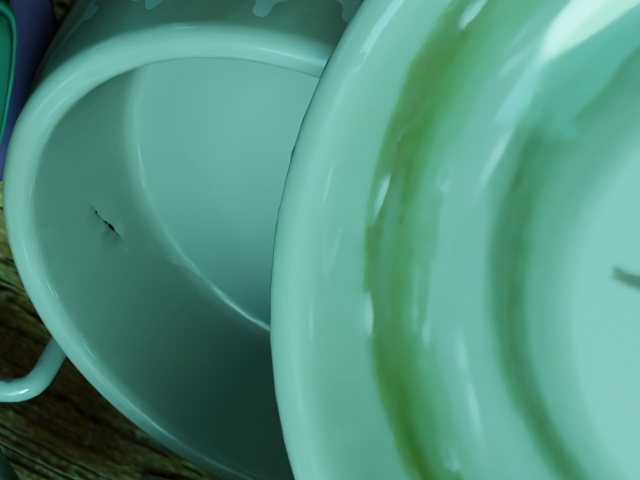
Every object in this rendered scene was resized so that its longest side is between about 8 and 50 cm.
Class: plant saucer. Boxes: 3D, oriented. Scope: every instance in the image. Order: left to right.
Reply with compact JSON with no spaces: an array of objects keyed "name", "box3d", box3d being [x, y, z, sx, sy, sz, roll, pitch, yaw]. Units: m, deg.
[{"name":"plant saucer","box3d":[0.175,0.032,0.605,0.400,0.100,0.401,2,93,28]}]

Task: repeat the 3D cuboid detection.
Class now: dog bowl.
[{"name":"dog bowl","box3d":[0.000,0.000,0.829,0.348,0.102,0.349,14,134,15]}]

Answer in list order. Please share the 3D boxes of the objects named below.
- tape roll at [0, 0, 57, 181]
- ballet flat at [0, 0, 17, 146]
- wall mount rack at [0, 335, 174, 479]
[{"name":"tape roll","box3d":[-0.278,-0.114,0.882,0.274,0.090,0.275,14,134,15]},{"name":"ballet flat","box3d":[-0.190,-0.133,0.695,0.182,0.164,0.483,28,110,12]},{"name":"wall mount rack","box3d":[-0.252,0.117,1.041,0.304,0.130,0.350,2,136,21]}]
